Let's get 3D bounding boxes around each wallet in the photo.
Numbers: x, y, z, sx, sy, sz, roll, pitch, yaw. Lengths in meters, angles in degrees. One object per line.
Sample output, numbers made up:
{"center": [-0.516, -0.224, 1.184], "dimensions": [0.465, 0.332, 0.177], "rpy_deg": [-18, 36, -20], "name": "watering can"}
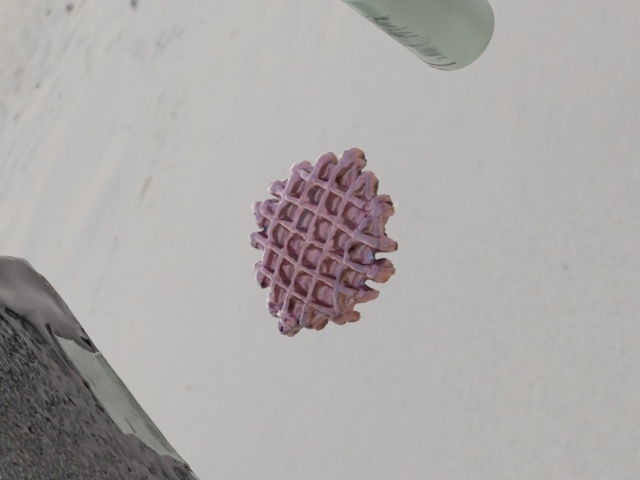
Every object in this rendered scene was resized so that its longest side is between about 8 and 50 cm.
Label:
{"center": [-0.144, 0.100, 0.487], "dimensions": [0.071, 0.221, 0.262], "rpy_deg": [-44, -8, 10], "name": "wallet"}

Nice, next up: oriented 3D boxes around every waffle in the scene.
{"center": [0.000, 0.000, 1.281], "dimensions": [0.234, 0.055, 0.221], "rpy_deg": [-26, 68, 37], "name": "waffle"}

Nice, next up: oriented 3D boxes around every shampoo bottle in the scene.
{"center": [0.070, -0.224, 0.902], "dimensions": [0.085, 0.262, 0.085], "rpy_deg": [-5, 80, 29], "name": "shampoo bottle"}
